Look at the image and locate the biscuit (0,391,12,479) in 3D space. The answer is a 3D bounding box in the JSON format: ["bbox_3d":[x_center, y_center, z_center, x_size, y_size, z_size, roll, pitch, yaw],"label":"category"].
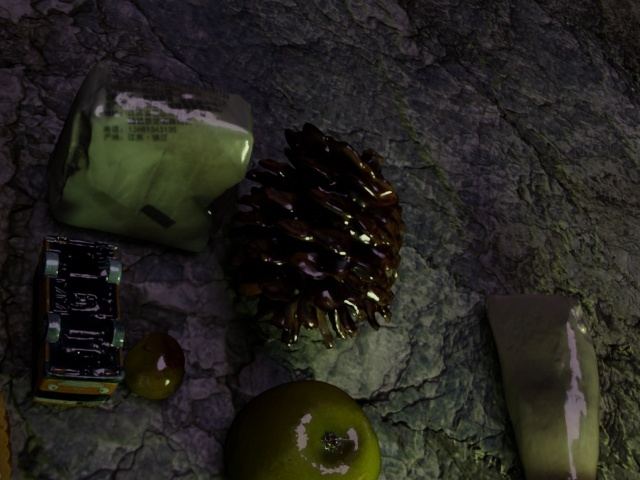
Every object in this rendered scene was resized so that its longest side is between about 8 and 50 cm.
[{"bbox_3d":[-0.456,0.241,0.921,0.254,0.029,0.172,2,56,-30],"label":"biscuit"}]

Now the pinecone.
[{"bbox_3d":[-0.007,0.002,1.205,0.242,0.298,0.296,10,82,2],"label":"pinecone"}]

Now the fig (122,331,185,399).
[{"bbox_3d":[-0.220,0.163,1.099,0.098,0.082,0.084,-19,84,-3],"label":"fig"}]

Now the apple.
[{"bbox_3d":[-0.018,0.264,1.080,0.196,0.157,0.196,12,60,-22],"label":"apple"}]

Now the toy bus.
[{"bbox_3d":[-0.300,0.103,1.059,0.098,0.114,0.201,8,48,-27],"label":"toy bus"}]

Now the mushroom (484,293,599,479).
[{"bbox_3d":[0.358,0.248,1.325,0.137,0.154,0.407,50,29,-52],"label":"mushroom"}]

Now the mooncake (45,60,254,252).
[{"bbox_3d":[-0.227,-0.114,1.172,0.254,0.250,0.136,12,45,-20],"label":"mooncake"}]
